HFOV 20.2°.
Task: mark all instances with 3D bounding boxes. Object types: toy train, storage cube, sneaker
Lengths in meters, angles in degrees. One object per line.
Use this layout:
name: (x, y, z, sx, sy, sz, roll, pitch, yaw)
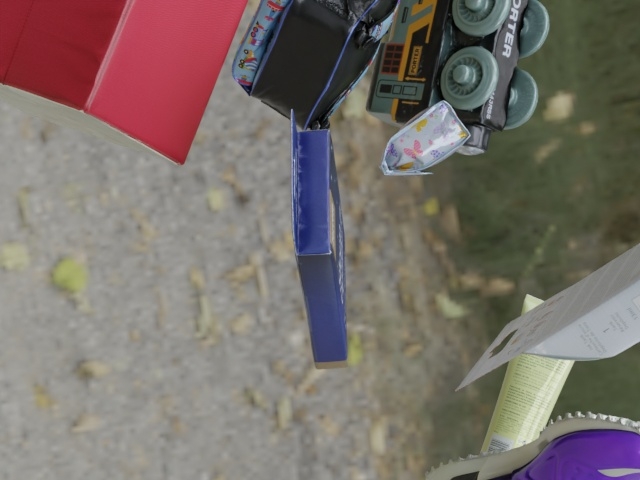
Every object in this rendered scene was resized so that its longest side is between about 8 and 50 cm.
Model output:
toy train: (0.168, -0.269, 2.154, 0.142, 0.190, 0.334, 16, 83, -54)
storage cube: (-0.199, -0.199, 1.568, 0.215, 0.184, 0.193, 28, 82, -66)
sneaker: (0.202, 0.247, 1.559, 0.102, 0.293, 0.146, 19, 61, -29)

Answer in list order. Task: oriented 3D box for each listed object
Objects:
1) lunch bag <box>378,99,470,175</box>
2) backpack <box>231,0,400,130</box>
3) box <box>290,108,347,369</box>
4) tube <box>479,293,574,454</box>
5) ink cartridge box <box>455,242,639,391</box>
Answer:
lunch bag: (0.090, -0.084, 1.615, 0.053, 0.083, 0.071, 56, 3, 0)
backpack: (0.007, -0.215, 1.785, 0.117, 0.158, 0.173, 31, 41, 4)
box: (0.000, 0.000, 1.614, 0.225, 0.036, 0.136, 79, 8, -54)
tube: (0.261, 0.195, 2.254, 0.070, 0.062, 0.240, 24, 85, -39)
ink cartridge box: (0.254, 0.071, 1.670, 0.066, 0.232, 0.189, 51, 28, 0)
